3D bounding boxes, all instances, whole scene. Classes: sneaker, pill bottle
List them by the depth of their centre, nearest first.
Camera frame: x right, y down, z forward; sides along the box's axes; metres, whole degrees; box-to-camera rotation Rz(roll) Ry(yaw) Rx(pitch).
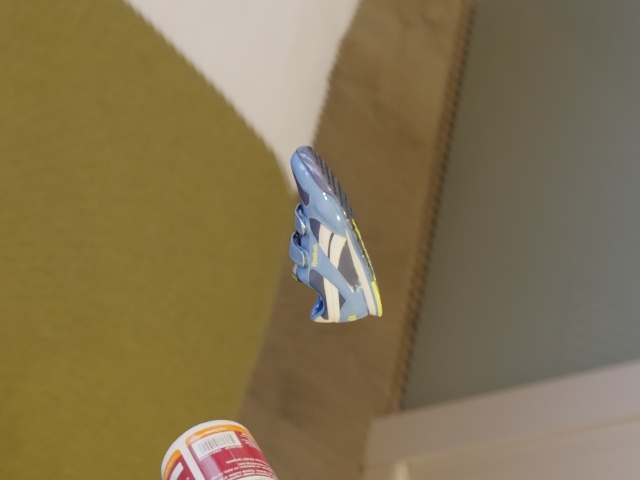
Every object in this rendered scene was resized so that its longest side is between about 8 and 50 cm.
[{"bbox_3d":[0.000,0.000,1.256,0.053,0.059,0.144,-85,156,-70],"label":"sneaker"},{"bbox_3d":[-0.066,0.225,1.392,0.086,0.086,0.152,26,20,-42],"label":"pill bottle"}]
